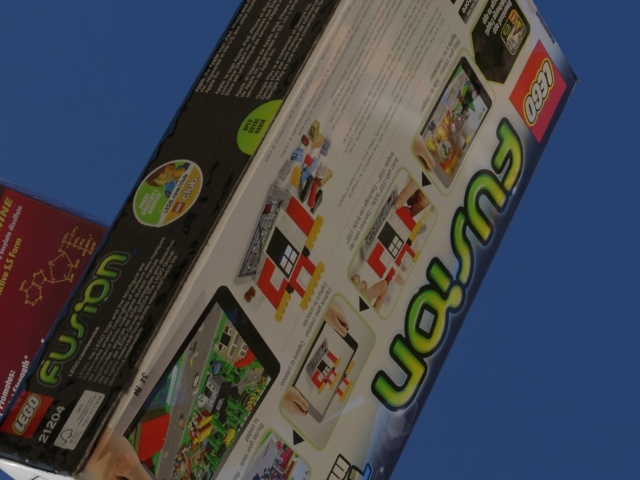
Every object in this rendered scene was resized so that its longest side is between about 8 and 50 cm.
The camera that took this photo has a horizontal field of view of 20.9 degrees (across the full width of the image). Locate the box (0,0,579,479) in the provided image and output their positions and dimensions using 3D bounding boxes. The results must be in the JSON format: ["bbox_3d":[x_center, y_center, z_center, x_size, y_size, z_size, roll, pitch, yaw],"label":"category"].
[{"bbox_3d":[0.000,0.000,0.486,0.036,0.114,0.207,9,-119,38],"label":"box"}]

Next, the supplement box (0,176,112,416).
[{"bbox_3d":[-0.176,0.039,1.054,0.239,0.073,0.130,20,-89,29],"label":"supplement box"}]
